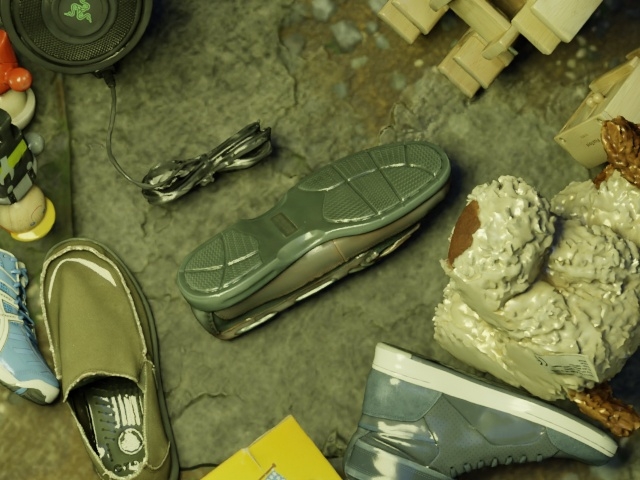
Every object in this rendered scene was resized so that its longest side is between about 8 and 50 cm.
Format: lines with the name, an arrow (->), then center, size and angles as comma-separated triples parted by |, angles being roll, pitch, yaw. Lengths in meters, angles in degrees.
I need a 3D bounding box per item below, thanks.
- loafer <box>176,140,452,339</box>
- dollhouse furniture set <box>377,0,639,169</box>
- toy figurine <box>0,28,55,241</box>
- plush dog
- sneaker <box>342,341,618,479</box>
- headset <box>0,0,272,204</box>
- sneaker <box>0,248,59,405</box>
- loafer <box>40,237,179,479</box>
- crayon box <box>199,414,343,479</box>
loafer -> 0.000, 0.000, 1.593 | 0.267, 0.084, 0.096 | -27, 46, -6
dollhouse furniture set -> 0.212, -0.209, 1.552 | 0.242, 0.212, 0.161 | 42, 72, -7
toy figurine -> -0.347, -0.082, 1.561 | 0.213, 0.148, 0.210 | -18, 52, -4
plush dog -> 0.233, 0.020, 1.474 | 0.210, 0.262, 0.225 | 35, 73, 15
sneaker -> 0.130, 0.199, 1.531 | 0.226, 0.086, 0.163 | 19, 88, -1
headset -> -0.192, -0.224, 1.573 | 0.185, 0.243, 0.394 | -22, 97, -4
sneaker -> -0.294, 0.055, 1.585 | 0.081, 0.080, 0.211 | -37, 79, -3
loafer -> -0.186, 0.110, 1.563 | 0.094, 0.087, 0.251 | -21, 77, -1
crayon box -> -0.090, 0.319, 1.459 | 0.318, 0.081, 0.202 | -35, 82, -22
